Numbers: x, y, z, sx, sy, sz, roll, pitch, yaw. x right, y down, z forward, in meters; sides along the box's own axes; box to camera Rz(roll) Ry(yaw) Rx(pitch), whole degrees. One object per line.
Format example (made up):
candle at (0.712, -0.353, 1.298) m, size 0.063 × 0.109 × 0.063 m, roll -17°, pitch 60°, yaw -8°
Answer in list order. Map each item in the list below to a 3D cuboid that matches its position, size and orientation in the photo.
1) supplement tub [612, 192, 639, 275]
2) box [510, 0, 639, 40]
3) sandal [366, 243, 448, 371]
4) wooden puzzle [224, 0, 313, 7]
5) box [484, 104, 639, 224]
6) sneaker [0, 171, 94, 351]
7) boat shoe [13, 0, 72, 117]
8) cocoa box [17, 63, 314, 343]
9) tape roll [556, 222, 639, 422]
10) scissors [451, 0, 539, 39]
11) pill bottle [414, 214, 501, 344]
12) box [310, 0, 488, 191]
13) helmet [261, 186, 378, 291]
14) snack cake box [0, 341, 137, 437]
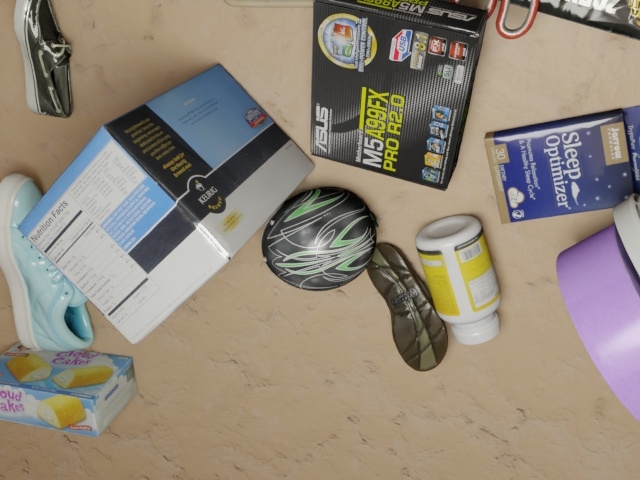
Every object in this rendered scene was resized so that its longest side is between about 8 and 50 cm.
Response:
supplement tub at (0.559, -0.035, 0.958) m, size 0.325 × 0.235 × 0.235 m, roll -32°, pitch 102°, yaw 28°
box at (0.332, -0.402, 0.950) m, size 0.322 × 0.079 × 0.257 m, roll 18°, pitch 121°, yaw 9°
sandal at (0.142, 0.105, 1.269) m, size 0.090 × 0.060 × 0.219 m, roll -29°, pitch 89°, yaw 21°
wooden puzzle at (-0.005, -0.482, 1.020) m, size 0.322 × 0.080 × 0.347 m, roll 5°, pitch 116°, yaw 16°
box at (0.357, -0.106, 1.107) m, size 0.225 × 0.036 × 0.136 m, roll -9°, pitch 111°, yaw 20°
sneaker at (-0.477, 0.045, 1.409) m, size 0.150 × 0.135 × 0.365 m, roll 5°, pitch 125°, yaw 8°
boat shoe at (-0.433, -0.302, 1.253) m, size 0.070 × 0.077 × 0.219 m, roll 14°, pitch 126°, yaw 12°
cocoa box at (-0.205, -0.067, 1.129) m, size 0.228 × 0.347 × 0.231 m, roll 46°, pitch 120°, yaw -6°
tape roll at (0.431, 0.113, 1.048) m, size 0.090 × 0.275 × 0.274 m, roll -35°, pitch 100°, yaw 28°
scissors at (0.225, -0.393, 0.936) m, size 0.109 × 0.021 × 0.297 m, roll 12°, pitch 118°, yaw 16°
pill bottle at (0.216, 0.062, 1.194) m, size 0.103 × 0.103 × 0.184 m, roll -11°, pitch 110°, yaw 23°
box at (0.097, -0.207, 1.074) m, size 0.216 × 0.060 × 0.270 m, roll 16°, pitch 139°, yaw 12°
helmet at (0.000, 0.000, 1.200) m, size 0.170 × 0.161 × 0.169 m, roll 7°, pitch 116°, yaw 15°
snack cake box at (-0.509, 0.282, 1.508) m, size 0.265 × 0.152 × 0.089 m, roll 5°, pitch 115°, yaw 15°
